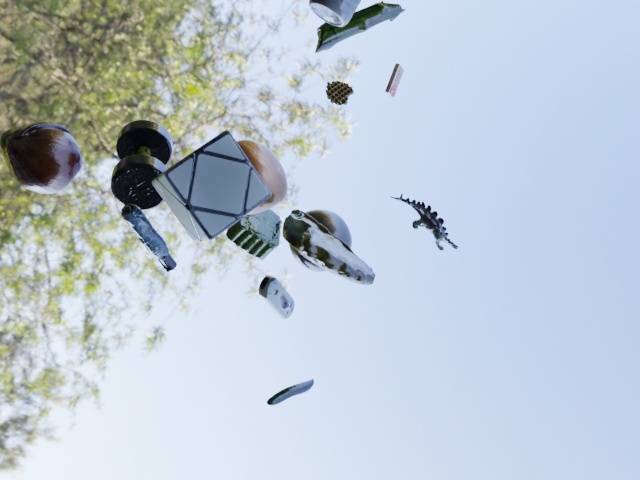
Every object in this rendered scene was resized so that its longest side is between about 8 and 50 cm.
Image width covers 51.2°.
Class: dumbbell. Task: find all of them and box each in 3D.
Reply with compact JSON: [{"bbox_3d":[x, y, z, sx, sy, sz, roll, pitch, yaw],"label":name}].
[{"bbox_3d":[-0.642,-0.275,2.419,0.204,0.203,0.322,-40,-145,21],"label":"dumbbell"}]

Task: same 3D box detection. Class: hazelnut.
[{"bbox_3d":[-0.686,-0.207,1.625,0.204,0.178,0.178,37,-87,31],"label":"hazelnut"}]

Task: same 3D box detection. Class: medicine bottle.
[{"bbox_3d":[0.070,-0.751,1.955,0.135,0.135,0.215,27,-94,55],"label":"medicine bottle"}]

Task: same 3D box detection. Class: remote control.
[{"bbox_3d":[-0.135,0.183,2.118,0.042,0.221,0.078,17,-113,27],"label":"remote control"}]

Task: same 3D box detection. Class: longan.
[{"bbox_3d":[0.000,0.000,2.070,0.196,0.220,0.197,1,-88,30],"label":"longan"}]

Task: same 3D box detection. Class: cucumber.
[{"bbox_3d":[-0.078,0.416,1.847,0.033,0.184,0.036,53,-50,24],"label":"cucumber"}]

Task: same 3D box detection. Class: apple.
[{"bbox_3d":[-0.235,-0.191,2.147,0.242,0.241,0.242,-38,-178,2],"label":"apple"}]

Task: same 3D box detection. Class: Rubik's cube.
[{"bbox_3d":[-0.283,-0.132,1.720,0.205,0.207,0.205,-39,-167,-19],"label":"Rubik's cube"}]

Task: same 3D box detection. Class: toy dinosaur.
[{"bbox_3d":[0.252,-0.052,1.607,0.209,0.082,0.039,41,-116,19],"label":"toy dinosaur"}]

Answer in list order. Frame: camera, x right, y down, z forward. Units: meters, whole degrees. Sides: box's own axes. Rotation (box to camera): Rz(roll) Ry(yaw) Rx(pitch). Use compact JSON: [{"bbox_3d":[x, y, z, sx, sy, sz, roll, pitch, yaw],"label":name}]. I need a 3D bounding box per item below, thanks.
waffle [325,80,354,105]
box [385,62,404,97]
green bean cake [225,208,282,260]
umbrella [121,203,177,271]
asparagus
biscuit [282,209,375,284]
[{"bbox_3d":[0.051,-0.395,1.790,0.016,0.078,0.085,116,-11,-55],"label":"waffle"},{"bbox_3d":[0.227,-0.487,2.040,0.015,0.058,0.093,22,-86,23],"label":"box"},{"bbox_3d":[-0.252,-0.052,2.545,0.113,0.200,0.214,-37,-146,31],"label":"green bean cake"},{"bbox_3d":[-0.446,-0.006,1.765,0.053,0.250,0.052,-30,-134,-3],"label":"umbrella"},{"bbox_3d":[0.118,-0.698,2.144,0.343,0.082,0.085,-30,-110,-13],"label":"asparagus"},{"bbox_3d":[-0.001,0.015,1.784,0.329,0.335,0.078,38,-82,19],"label":"biscuit"}]
